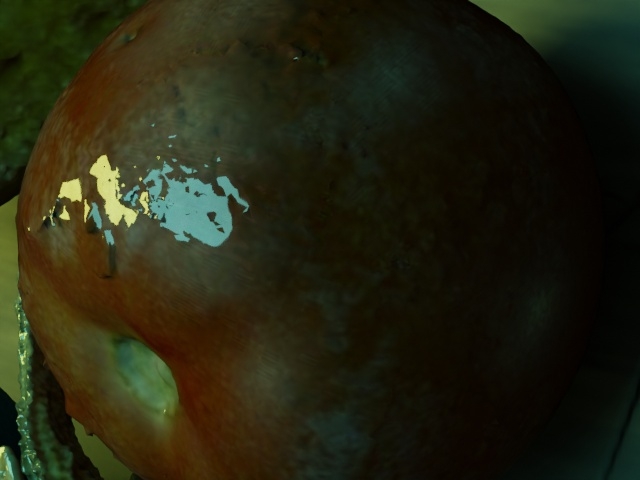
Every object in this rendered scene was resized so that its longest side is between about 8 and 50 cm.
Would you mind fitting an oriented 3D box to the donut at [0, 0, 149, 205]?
[{"bbox_3d":[-0.218,-0.170,0.823,0.435,0.378,0.163,112,149,-42],"label":"donut"}]

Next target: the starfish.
[{"bbox_3d":[-0.083,0.122,0.763,0.048,0.295,0.231,-21,51,3],"label":"starfish"}]

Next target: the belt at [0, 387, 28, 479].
[{"bbox_3d":[-0.263,0.224,0.861,0.300,0.173,0.436,24,120,1],"label":"belt"}]

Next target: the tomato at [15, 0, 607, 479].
[{"bbox_3d":[0.000,0.000,0.689,0.208,0.184,0.208,35,146,28],"label":"tomato"}]
